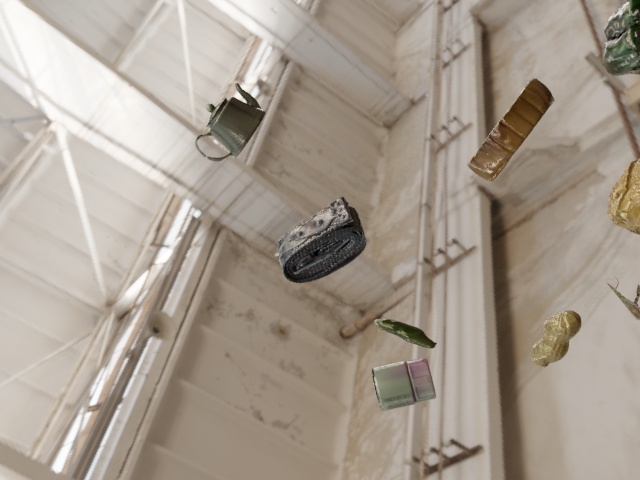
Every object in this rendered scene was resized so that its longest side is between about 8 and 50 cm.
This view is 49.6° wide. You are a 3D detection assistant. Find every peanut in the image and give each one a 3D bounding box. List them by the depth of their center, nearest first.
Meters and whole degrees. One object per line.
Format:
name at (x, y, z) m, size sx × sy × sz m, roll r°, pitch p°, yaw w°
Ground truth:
peanut at (0.585, 0.247, 1.730) m, size 0.082 × 0.187 × 0.082 m, roll 10°, pitch -146°, yaw -7°

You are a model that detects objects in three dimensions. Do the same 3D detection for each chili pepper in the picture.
chili pepper at (0.758, -0.468, 1.581) m, size 0.165 × 0.261 × 0.173 m, roll 23°, pitch -97°, yaw -14°

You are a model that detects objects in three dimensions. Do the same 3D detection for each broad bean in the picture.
broad bean at (0.229, 0.253, 1.936) m, size 0.195 × 0.046 × 0.061 m, roll 18°, pitch -179°, yaw 32°

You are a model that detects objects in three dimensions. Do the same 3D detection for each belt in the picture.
belt at (0.000, 0.001, 1.633) m, size 0.122 × 0.218 × 0.128 m, roll 52°, pitch -168°, yaw -36°

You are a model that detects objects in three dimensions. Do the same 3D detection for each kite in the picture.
kite at (0.846, 0.162, 1.856) m, size 0.198 × 0.006 × 0.244 m, roll 46°, pitch 176°, yaw 34°

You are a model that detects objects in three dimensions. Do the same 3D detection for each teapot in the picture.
teapot at (-0.261, -0.327, 1.935) m, size 0.149 × 0.162 × 0.239 m, roll 34°, pitch -106°, yaw -14°

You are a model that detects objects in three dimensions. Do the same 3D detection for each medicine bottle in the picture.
medicine bottle at (0.243, 0.418, 2.023) m, size 0.135 × 0.168 × 0.135 m, roll -15°, pitch -90°, yaw -84°

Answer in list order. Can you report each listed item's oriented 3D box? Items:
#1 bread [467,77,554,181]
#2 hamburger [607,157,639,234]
bread at (0.400, -0.229, 1.448) m, size 0.070 × 0.236 × 0.236 m, roll 37°, pitch -146°, yaw 7°
hamburger at (0.900, -0.129, 1.822) m, size 0.145 × 0.259 × 0.283 m, roll 30°, pitch 175°, yaw -19°
